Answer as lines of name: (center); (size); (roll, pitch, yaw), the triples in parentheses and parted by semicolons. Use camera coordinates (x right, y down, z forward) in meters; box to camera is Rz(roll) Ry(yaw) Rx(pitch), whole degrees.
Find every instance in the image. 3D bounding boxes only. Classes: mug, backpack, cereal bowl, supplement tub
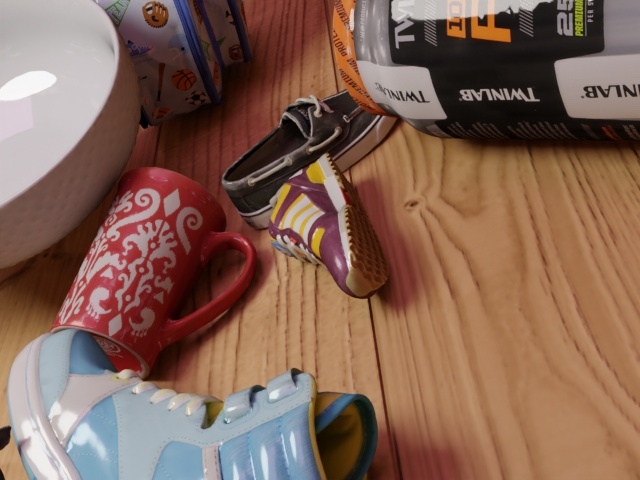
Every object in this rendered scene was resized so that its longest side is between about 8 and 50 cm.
mug: (-0.152, 0.030, 0.692); (0.150, 0.113, 0.169); (-6, 48, 32)
backpack: (-0.198, -0.281, 0.965); (0.213, 0.277, 0.263); (-18, 47, 6)
cereal bowl: (-0.336, -0.099, 0.789); (0.338, 0.141, 0.339); (-7, 56, 10)
supplement tub: (0.177, -0.178, 0.627); (0.315, 0.194, 0.194); (6, 51, 39)

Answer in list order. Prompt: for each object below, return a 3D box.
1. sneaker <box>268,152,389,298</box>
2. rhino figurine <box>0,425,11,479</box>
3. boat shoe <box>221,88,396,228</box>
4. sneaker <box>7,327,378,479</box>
sneaker: (0.000, 0.000, 0.663); (0.083, 0.069, 0.185); (-33, 31, 13)
rhino figurine: (-0.255, 0.191, 0.527); (0.243, 0.073, 0.106); (121, 160, -47)
boat shoe: (-0.004, -0.106, 0.769); (0.219, 0.070, 0.077); (-44, 39, -15)
sneaker: (-0.081, 0.131, 0.522); (0.208, 0.127, 0.319); (-38, 48, -5)
